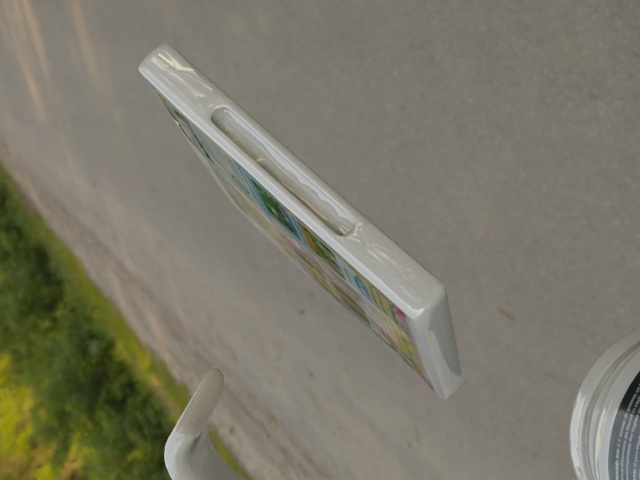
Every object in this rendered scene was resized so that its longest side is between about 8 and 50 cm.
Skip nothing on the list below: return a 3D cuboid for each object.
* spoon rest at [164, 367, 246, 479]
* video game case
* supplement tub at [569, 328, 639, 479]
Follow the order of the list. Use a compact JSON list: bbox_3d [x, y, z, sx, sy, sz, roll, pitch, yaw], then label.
[{"bbox_3d":[0.020,0.190,0.626,0.276,0.137,0.084,36,134,-6],"label":"spoon rest"},{"bbox_3d":[0.000,0.000,0.415,0.143,0.019,0.157,42,173,20],"label":"video game case"},{"bbox_3d":[0.298,0.151,0.639,0.272,0.191,0.191,-169,57,-77],"label":"supplement tub"}]
